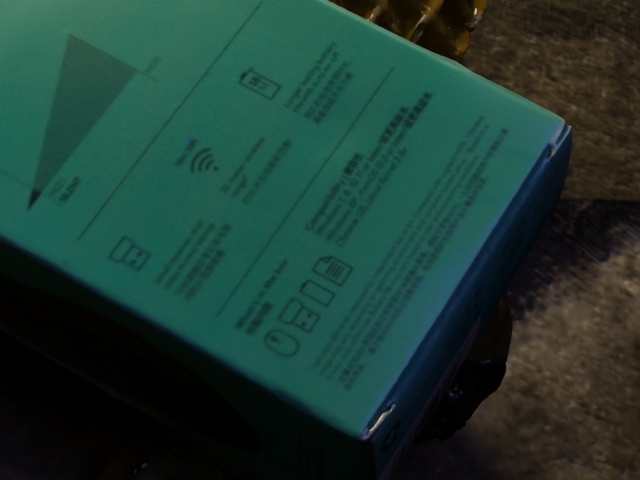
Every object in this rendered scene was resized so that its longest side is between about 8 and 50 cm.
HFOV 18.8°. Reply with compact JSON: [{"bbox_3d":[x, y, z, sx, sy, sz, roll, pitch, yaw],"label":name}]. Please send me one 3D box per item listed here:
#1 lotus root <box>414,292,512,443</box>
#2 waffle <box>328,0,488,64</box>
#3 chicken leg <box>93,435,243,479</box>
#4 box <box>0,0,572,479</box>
[{"bbox_3d":[0.000,0.000,1.074,0.260,0.128,0.145,46,54,12],"label":"lotus root"},{"bbox_3d":[0.015,-0.181,1.200,0.219,0.057,0.229,53,46,-33],"label":"waffle"},{"bbox_3d":[-0.067,0.190,0.878,0.103,0.088,0.228,30,35,-32],"label":"chicken leg"},{"bbox_3d":[-0.061,-0.026,0.948,0.311,0.118,0.205,28,61,12],"label":"box"}]
